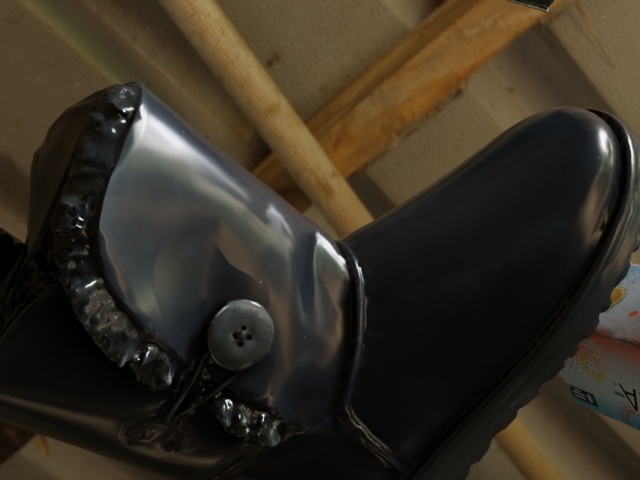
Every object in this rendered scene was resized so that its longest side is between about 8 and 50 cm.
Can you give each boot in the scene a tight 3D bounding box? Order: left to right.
[{"bbox_3d":[0.000,0.000,0.382,0.207,0.094,0.246,38,-93,-28],"label":"boot"}]

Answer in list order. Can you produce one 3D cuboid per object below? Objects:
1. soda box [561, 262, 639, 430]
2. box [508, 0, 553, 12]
[{"bbox_3d":[0.183,0.061,0.442,0.058,0.183,0.063,-32,-70,-16],"label":"soda box"},{"bbox_3d":[0.078,-0.235,0.466,0.045,0.184,0.190,-2,-56,-46],"label":"box"}]
